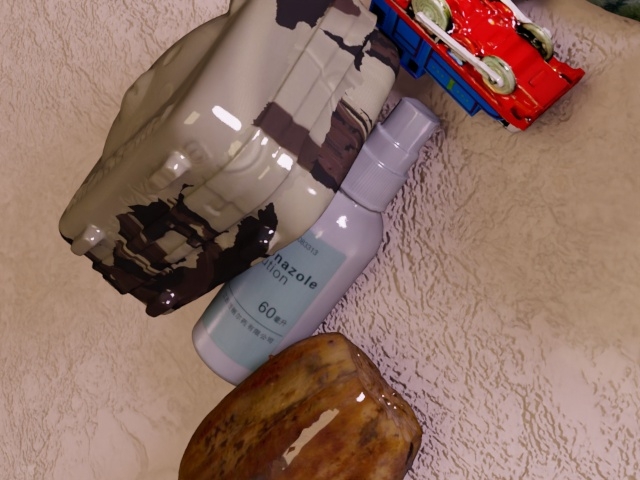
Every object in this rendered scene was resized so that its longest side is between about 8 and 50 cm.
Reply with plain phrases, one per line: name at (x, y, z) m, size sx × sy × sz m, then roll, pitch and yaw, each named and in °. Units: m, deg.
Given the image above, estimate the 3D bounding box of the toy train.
toy train at (0.141, -0.188, 0.982) m, size 0.083 × 0.131 × 0.204 m, roll -40°, pitch 80°, yaw -17°

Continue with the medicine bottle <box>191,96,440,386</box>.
medicine bottle at (0.000, 0.000, 1.073) m, size 0.110 × 0.110 × 0.352 m, roll 48°, pitch 113°, yaw 26°

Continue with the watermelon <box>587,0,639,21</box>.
watermelon at (0.272, -0.283, 0.909) m, size 0.187 × 0.071 × 0.139 m, roll 38°, pitch 89°, yaw 7°

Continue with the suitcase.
suitcase at (-0.090, -0.119, 1.024) m, size 0.351 × 0.194 × 0.339 m, roll -29°, pitch 27°, yaw 51°

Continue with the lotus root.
lotus root at (-0.027, 0.230, 1.056) m, size 0.291 × 0.193 × 0.193 m, roll -42°, pitch 66°, yaw 22°
